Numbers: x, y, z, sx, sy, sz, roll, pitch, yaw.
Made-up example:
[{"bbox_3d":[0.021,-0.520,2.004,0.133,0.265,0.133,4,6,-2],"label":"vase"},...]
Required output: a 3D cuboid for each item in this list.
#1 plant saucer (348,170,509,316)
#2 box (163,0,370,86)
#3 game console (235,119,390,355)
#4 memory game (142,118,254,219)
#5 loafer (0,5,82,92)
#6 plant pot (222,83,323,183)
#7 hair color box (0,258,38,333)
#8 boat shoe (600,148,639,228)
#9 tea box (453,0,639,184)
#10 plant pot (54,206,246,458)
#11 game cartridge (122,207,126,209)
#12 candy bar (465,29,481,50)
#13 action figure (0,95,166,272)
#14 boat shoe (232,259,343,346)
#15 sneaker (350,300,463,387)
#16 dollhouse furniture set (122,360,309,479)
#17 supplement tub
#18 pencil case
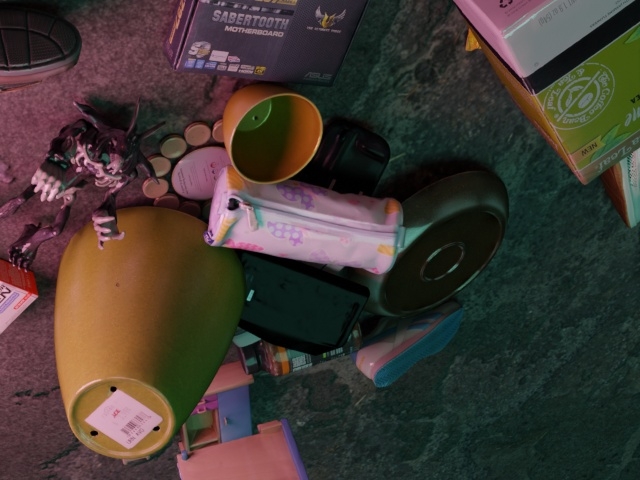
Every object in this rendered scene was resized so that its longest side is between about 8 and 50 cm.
[{"bbox_3d":[0.186,0.021,1.838,0.311,0.050,0.310,-24,146,-18],"label":"plant saucer"},{"bbox_3d":[-0.061,-0.290,1.430,0.233,0.059,0.183,2,131,-29],"label":"box"},{"bbox_3d":[0.000,0.000,1.693,0.213,0.044,0.361,21,109,-16],"label":"game console"},{"bbox_3d":[-0.162,-0.096,1.615,0.186,0.012,0.186,-14,138,-13],"label":"memory game"},{"bbox_3d":[-0.413,-0.210,1.328,0.268,0.096,0.084,-6,155,-12],"label":"loafer"},{"bbox_3d":[-0.077,-0.156,1.525,0.134,0.095,0.134,-16,129,-21],"label":"plant pot"},{"bbox_3d":[-0.488,0.062,1.584,0.093,0.053,0.167,-42,135,19],"label":"hair color box"},{"bbox_3d":[0.511,-0.128,1.858,0.096,0.098,0.277,-25,138,0],"label":"boat shoe"},{"bbox_3d":[0.377,-0.312,1.490,0.329,0.220,0.323,-36,136,8],"label":"tea box"},{"bbox_3d":[-0.244,0.144,1.545,0.275,0.293,0.274,0,122,0],"label":"plant pot"},{"bbox_3d":[-0.266,-0.014,1.647,0.056,0.017,0.083,-43,137,13],"label":"game cartridge"},{"bbox_3d":[0.282,-0.295,1.630,0.161,0.018,0.040,-10,136,-18],"label":"candy bar"},{"bbox_3d":[-0.315,-0.064,1.478,0.276,0.141,0.164,-37,126,14],"label":"action figure"},{"bbox_3d":[-0.059,0.058,1.783,0.258,0.095,0.084,-43,108,8],"label":"boat shoe"},{"bbox_3d":[0.155,0.160,1.992,0.229,0.092,0.087,-28,141,-28],"label":"sneaker"},{"bbox_3d":[-0.186,0.397,1.894,0.286,0.303,0.198,-14,137,-13],"label":"dollhouse furniture set"},{"bbox_3d":[-0.038,0.158,1.872,0.198,0.106,0.106,-16,138,-11],"label":"supplement tub"},{"bbox_3d":[-0.022,-0.028,1.586,0.273,0.113,0.124,11,162,-16],"label":"pencil case"}]
